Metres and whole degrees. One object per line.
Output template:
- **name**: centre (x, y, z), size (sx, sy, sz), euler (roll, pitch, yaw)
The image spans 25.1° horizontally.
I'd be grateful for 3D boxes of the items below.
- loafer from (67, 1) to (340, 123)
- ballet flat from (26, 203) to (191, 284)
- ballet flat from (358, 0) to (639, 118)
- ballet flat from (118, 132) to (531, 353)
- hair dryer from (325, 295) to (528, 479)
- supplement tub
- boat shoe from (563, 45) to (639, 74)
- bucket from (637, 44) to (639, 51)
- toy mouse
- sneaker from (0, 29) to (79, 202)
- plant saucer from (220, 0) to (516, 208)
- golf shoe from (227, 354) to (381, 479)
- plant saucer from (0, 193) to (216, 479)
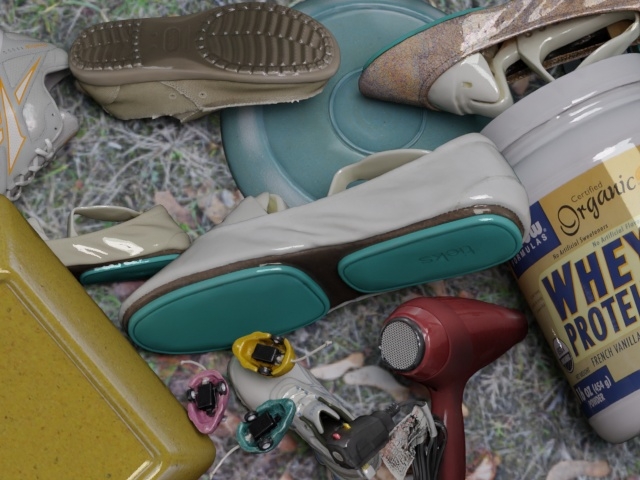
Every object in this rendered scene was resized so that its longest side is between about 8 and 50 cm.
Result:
- **loafer**: centre (-0.112, -0.171, 1.429), size (0.268, 0.092, 0.102), euler (1, 56, 7)
- **ballet flat**: centre (-0.244, 0.012, 1.357), size (0.248, 0.086, 0.086), euler (-11, 71, -28)
- **ballet flat**: centre (0.191, -0.181, 1.393), size (0.316, 0.107, 0.106), euler (-23, 65, 10)
- **ballet flat**: centre (0.000, 0.000, 1.340), size (0.400, 0.139, 0.139), euler (-17, 71, 17)
- **hair dryer**: centre (0.106, 0.157, 1.343), size (0.080, 0.224, 0.293), euler (13, 50, 37)
- **supplement tub**: centre (0.295, 0.007, 1.355), size (0.228, 0.228, 0.316), euler (-22, 76, -15)
- **boat shoe**: centre (0.301, -0.253, 1.536), size (0.094, 0.109, 0.302), euler (-7, 79, -26)
- **bucket**: centre (0.460, -0.214, 1.435), size (0.281, 0.183, 0.281), euler (22, 49, -28)
- **toy mouse**: centre (-0.071, 0.154, 1.314), size (0.161, 0.031, 0.143), euler (5, 69, 30)
- **sneaker**: centre (-0.298, -0.089, 1.392), size (0.121, 0.099, 0.263), euler (8, 71, -11)
- **plant saucer**: centre (0.057, -0.127, 1.478), size (0.317, 0.044, 0.318), euler (3, 69, -7)
- **golf shoe**: centre (-0.012, 0.154, 1.343), size (0.176, 0.086, 0.069), euler (37, 72, 9)
- **plant saucer**: centre (-0.290, 0.180, 1.232), size (0.332, 0.081, 0.333), euler (-43, 105, -20)
